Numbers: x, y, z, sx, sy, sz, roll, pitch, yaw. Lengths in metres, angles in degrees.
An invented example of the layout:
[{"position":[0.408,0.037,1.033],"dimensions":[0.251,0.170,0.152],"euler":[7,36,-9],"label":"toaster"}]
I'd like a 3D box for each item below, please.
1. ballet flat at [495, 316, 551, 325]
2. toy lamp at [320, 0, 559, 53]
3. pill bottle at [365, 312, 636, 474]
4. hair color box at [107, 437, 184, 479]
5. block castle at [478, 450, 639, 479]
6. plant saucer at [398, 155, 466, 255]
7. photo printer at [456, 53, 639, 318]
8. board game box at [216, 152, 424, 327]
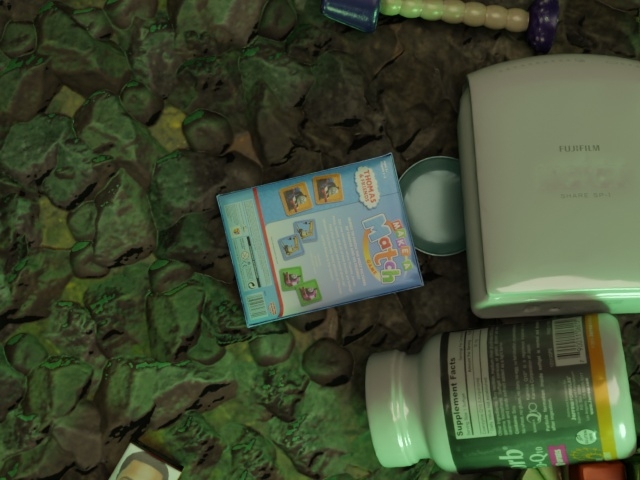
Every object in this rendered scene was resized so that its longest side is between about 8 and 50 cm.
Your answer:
[{"position":[0.300,0.021,1.332],"dimensions":[0.084,0.058,0.250],"euler":[41,81,17],"label":"ballet flat"},{"position":[0.138,-0.273,1.318],"dimensions":[0.275,0.080,0.080],"euler":[5,88,-2],"label":"toy lamp"},{"position":[0.199,0.174,1.243],"dimensions":[0.278,0.162,0.162],"euler":[-9,88,14],"label":"pill bottle"},{"position":[-0.225,0.309,1.298],"dimensions":[0.072,0.043,0.141],"euler":[30,86,0],"label":"hair color box"},{"position":[0.399,0.380,1.240],"dimensions":[0.453,0.213,0.303],"euler":[-6,88,-2],"label":"block castle"},{"position":[0.143,-0.041,1.338],"dimensions":[0.119,0.021,0.119],"euler":[0,88,-3],"label":"plant saucer"},{"position":[0.287,-0.070,1.271],"dimensions":[0.256,0.107,0.307],"euler":[-1,70,1],"label":"photo printer"},{"position":[0.000,0.000,1.311],"dimensions":[0.211,0.039,0.160],"euler":[-13,89,5],"label":"board game box"}]
